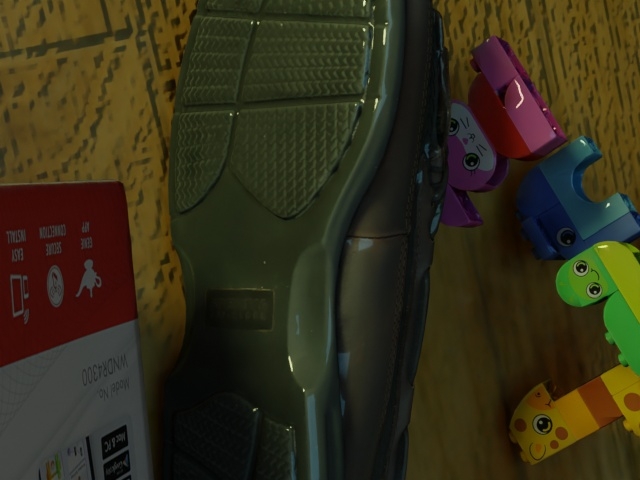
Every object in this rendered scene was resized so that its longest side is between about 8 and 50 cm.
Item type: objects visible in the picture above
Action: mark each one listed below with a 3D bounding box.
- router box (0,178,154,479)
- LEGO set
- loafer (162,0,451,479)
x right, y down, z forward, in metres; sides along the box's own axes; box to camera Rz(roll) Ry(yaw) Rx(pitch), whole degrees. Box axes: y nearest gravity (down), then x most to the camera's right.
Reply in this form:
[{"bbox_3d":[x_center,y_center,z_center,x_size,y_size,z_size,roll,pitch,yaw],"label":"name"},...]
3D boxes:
[{"bbox_3d":[-0.115,0.142,0.252,0.082,0.335,0.301,-5,93,10],"label":"router box"},{"bbox_3d":[0.101,0.043,0.511,0.227,0.093,0.087,61,21,13],"label":"LEGO set"},{"bbox_3d":[0.000,0.000,0.459,0.084,0.096,0.268,4,94,-52],"label":"loafer"}]
